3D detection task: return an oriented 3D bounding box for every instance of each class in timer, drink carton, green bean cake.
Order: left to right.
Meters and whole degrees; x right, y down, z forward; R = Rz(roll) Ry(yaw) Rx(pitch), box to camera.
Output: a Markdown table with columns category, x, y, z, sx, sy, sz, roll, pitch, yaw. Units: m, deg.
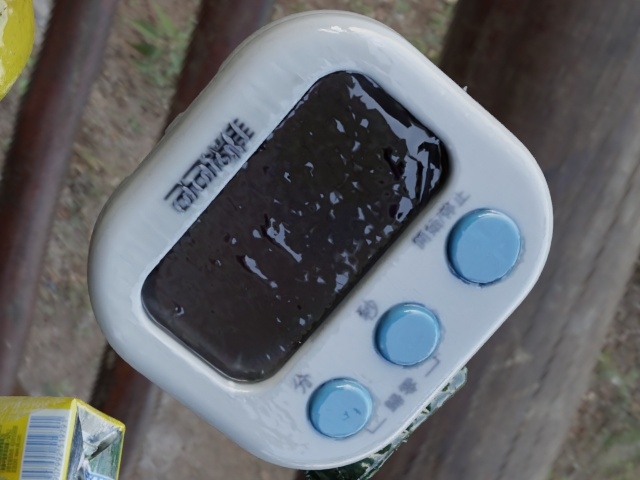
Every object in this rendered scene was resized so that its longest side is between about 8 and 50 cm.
| category | x | y | z | sx | sy | sz | roll | pitch | yaw |
| --- | --- | --- | --- | --- | --- | --- | --- | --- | --- |
| drink carton | -0.217 | 0.126 | 0.802 | 0.084 | 0.200 | 0.074 | 44 | 46 | -62 |
| timer | 0.000 | 0.000 | 0.879 | 0.237 | 0.087 | 0.262 | 40 | 97 | -15 |
| green bean cake | 0.048 | 0.204 | 1.579 | 0.208 | 0.107 | 0.193 | -43 | 173 | -30 |

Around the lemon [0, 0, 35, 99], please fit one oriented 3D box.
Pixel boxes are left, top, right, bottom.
| category | x | y | z | sx | sy | sz | roll | pitch | yaw |
| --- | --- | --- | --- | --- | --- | --- | --- | --- | --- |
| lemon | -0.371 | -0.212 | 1.332 | 0.204 | 0.260 | 0.204 | -3 | 141 | -2 |
